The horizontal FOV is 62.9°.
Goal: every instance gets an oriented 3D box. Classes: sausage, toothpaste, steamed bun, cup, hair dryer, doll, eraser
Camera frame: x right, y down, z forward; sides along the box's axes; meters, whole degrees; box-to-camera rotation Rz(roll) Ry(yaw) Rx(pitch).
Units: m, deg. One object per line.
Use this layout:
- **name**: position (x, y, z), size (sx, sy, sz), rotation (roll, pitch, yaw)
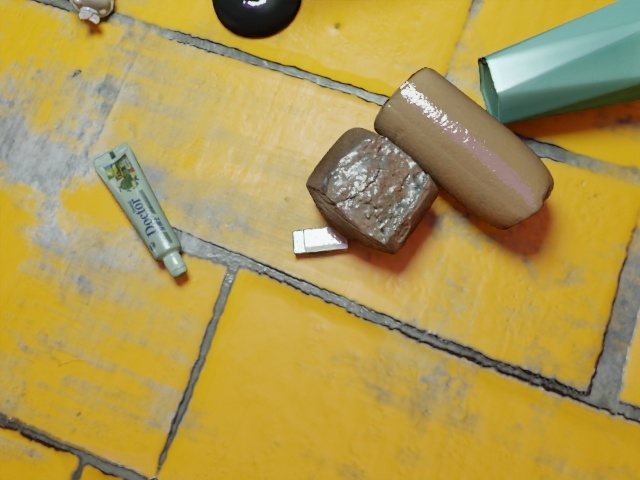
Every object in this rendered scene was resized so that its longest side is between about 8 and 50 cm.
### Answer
- **sausage**: position (0.205, -0.124, 0.743), size (0.123, 0.123, 0.253), rotation (-44, 78, -4)
- **toothpaste**: position (-0.279, -0.047, 0.822), size (0.067, 0.037, 0.256), rotation (-34, 73, -2)
- **steamed bun**: position (0.069, -0.072, 0.745), size (0.175, 0.106, 0.145), rotation (37, 75, 15)
- **cup**: position (0.355, -0.250, 0.748), size (0.235, 0.134, 0.148), rotation (-13, 105, 7)
- **hair dryer**: position (-0.034, -0.439, 0.756), size (0.283, 0.320, 0.156), rotation (6, 78, -3)
- **doll**: position (-0.400, -0.424, 0.903), size (0.084, 0.073, 0.127), rotation (-9, 70, 38)
- **eraser**: position (0.000, 0.000, 0.789), size (0.083, 0.019, 0.038), rotation (-5, 77, 5)
